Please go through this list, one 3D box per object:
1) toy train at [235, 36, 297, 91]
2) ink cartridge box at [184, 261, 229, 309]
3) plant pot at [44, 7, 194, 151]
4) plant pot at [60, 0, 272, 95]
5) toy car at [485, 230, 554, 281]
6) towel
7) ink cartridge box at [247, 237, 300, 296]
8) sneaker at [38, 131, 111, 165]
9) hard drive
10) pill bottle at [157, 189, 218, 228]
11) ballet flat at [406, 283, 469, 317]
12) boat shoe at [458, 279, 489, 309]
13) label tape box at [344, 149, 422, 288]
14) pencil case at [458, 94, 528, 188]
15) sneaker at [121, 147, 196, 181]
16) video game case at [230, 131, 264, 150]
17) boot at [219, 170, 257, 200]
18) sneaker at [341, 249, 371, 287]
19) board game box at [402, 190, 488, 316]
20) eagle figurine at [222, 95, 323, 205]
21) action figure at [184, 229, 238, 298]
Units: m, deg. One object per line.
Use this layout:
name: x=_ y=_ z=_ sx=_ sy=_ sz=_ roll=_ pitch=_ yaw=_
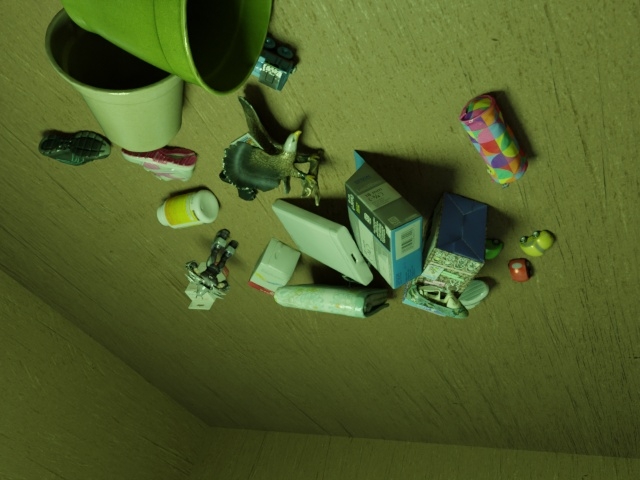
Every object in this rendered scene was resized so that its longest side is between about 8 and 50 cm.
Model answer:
toy train: x=-0.150 y=-0.452 z=1.247 sx=0.184 sy=0.105 sz=0.080 roll=25 pitch=141 yaw=-7
ink cartridge box: x=-0.470 y=0.183 z=2.056 sx=0.115 sy=0.198 sz=0.067 roll=-2 pitch=137 yaw=25
plant pot: x=-0.487 y=-0.408 z=1.313 sx=0.333 sy=0.334 sz=0.305 roll=19 pitch=153 yaw=1
plant pot: x=-0.334 y=-0.530 z=1.058 sx=0.352 sy=0.367 sz=0.367 roll=18 pitch=142 yaw=14
toy car: x=0.575 y=0.044 z=1.561 sx=0.224 sy=0.053 sz=0.239 roll=14 pitch=141 yaw=7
towel: x=0.056 y=0.209 z=1.797 sx=0.320 sy=0.090 sz=0.374 roll=2 pitch=177 yaw=21
ink cartridge box: x=-0.175 y=0.104 z=1.893 sx=0.127 sy=0.128 sz=0.176 roll=27 pitch=141 yaw=-8
sneaker: x=-0.828 y=-0.312 z=1.734 sx=0.267 sy=0.101 sz=0.106 roll=6 pitch=161 yaw=15
hard drive: x=0.000 y=0.000 z=1.617 sx=0.353 sy=0.047 sz=0.233 roll=26 pitch=154 yaw=50
pill bottle: x=-0.474 y=-0.107 z=1.783 sx=0.214 sy=0.117 sz=0.117 roll=-8 pitch=134 yaw=30
ballet flat: x=0.342 y=0.170 z=1.435 sx=0.188 sy=0.070 sz=0.070 roll=16 pitch=141 yaw=-2
boat shoe: x=0.520 y=0.196 z=1.758 sx=0.075 sy=0.083 sz=0.226 roll=21 pitch=155 yaw=-20
label tape box: x=0.149 y=-0.062 z=1.414 sx=0.105 sy=0.334 sz=0.241 roll=-27 pitch=138 yaw=-14
pencil case: x=0.430 y=-0.243 z=1.253 sx=0.104 sy=0.104 sz=0.236 roll=-15 pitch=128 yaw=36
sneaker: x=-0.529 y=-0.251 z=1.648 sx=0.252 sy=0.103 sz=0.111 roll=17 pitch=140 yaw=4
video game case: x=-0.209 y=-0.273 z=1.558 sx=0.087 sy=0.011 sz=0.122 roll=-19 pitch=127 yaw=39
boot: x=-0.271 y=-0.181 z=1.670 sx=0.121 sy=0.045 sz=0.099 roll=8 pitch=143 yaw=13
sneaker: x=0.146 y=0.056 z=1.678 sx=0.101 sy=0.153 sz=0.269 roll=21 pitch=141 yaw=-2
board game box: x=0.371 y=0.044 z=1.506 sx=0.141 sy=0.232 sz=0.291 roll=18 pitch=142 yaw=2
eagle figurine: x=-0.133 y=-0.243 z=1.409 sx=0.298 sy=0.226 sz=0.225 roll=17 pitch=107 yaw=-22
action figure: x=-0.395 y=0.103 z=1.860 sx=0.099 sy=0.285 sz=0.185 roll=-21 pitch=126 yaw=40
